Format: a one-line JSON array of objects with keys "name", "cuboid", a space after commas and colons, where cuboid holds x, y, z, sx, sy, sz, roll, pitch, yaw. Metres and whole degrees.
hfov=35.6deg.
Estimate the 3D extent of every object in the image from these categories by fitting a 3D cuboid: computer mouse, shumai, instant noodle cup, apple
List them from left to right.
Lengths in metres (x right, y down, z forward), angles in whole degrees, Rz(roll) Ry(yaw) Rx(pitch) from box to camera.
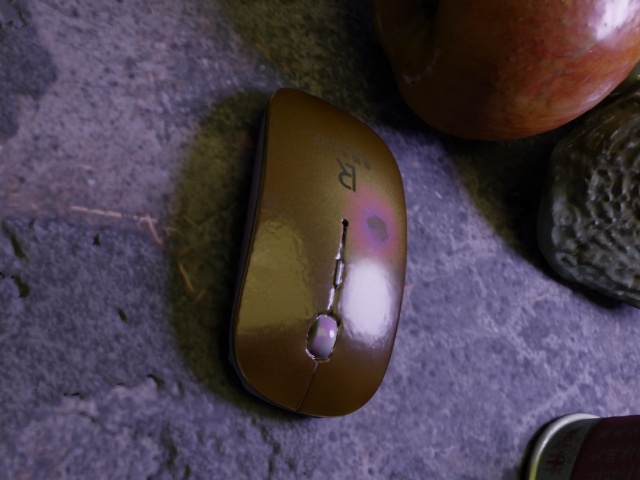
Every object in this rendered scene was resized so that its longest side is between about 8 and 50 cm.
[{"name": "computer mouse", "cuboid": [0.000, 0.000, 0.880, 0.158, 0.072, 0.310, 24, 57, -28]}, {"name": "apple", "cuboid": [0.187, -0.241, 1.004, 0.301, 0.301, 0.301, 18, 59, -33]}, {"name": "shumai", "cuboid": [0.383, -0.097, 1.167, 0.263, 0.304, 0.309, -92, 161, -54]}, {"name": "instant noodle cup", "cuboid": [0.337, 0.266, 0.958, 0.235, 0.178, 0.234, 17, 62, -34]}]
